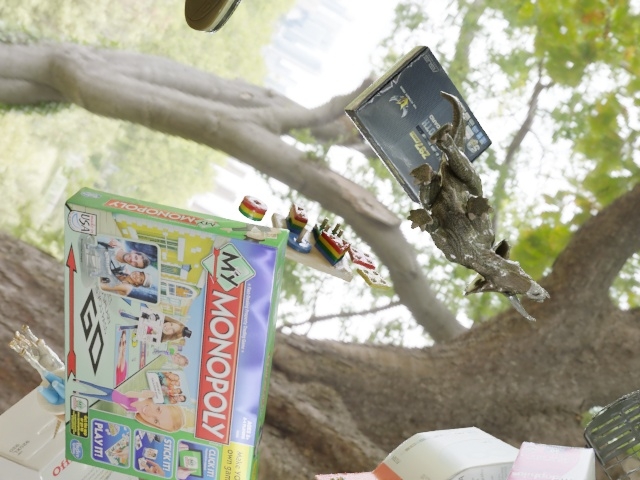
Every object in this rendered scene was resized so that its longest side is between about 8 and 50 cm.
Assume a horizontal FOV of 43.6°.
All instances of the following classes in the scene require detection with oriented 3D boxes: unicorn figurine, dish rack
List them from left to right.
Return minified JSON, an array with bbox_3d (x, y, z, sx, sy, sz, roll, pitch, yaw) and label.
[{"bbox_3d":[-0.393,0.186,1.151,0.060,0.111,0.162,-32,-149,-4],"label":"unicorn figurine"},{"bbox_3d":[0.560,0.371,1.280,0.208,0.272,0.074,-19,156,-25],"label":"dish rack"}]

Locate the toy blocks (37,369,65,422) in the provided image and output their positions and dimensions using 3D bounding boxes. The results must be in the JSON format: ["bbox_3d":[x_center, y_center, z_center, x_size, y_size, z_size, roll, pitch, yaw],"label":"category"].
[{"bbox_3d":[-0.287,0.156,0.962,0.148,0.054,0.123,88,23,-66],"label":"toy blocks"}]

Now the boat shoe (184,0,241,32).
[{"bbox_3d":[-0.083,-0.340,0.939,0.073,0.080,0.224,16,101,-57],"label":"boat shoe"}]

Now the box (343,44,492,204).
[{"bbox_3d":[0.181,-0.208,1.462,0.183,0.233,0.059,-42,-159,-7],"label":"box"}]

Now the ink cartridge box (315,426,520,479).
[{"bbox_3d":[0.203,0.469,1.645,0.308,0.384,0.091,175,-87,-78],"label":"ink cartridge box"}]

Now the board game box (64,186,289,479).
[{"bbox_3d":[-0.157,0.116,0.829,0.046,0.213,0.317,-63,163,-63],"label":"board game box"}]

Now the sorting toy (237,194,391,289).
[{"bbox_3d":[0.000,0.000,1.312,0.046,0.274,0.132,-60,-159,21],"label":"sorting toy"}]

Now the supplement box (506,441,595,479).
[{"bbox_3d":[0.329,0.387,1.151,0.220,0.111,0.114,-25,113,-64],"label":"supplement box"}]

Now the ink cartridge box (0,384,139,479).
[{"bbox_3d":[-0.427,0.384,1.320,0.171,0.168,0.233,-43,135,-48],"label":"ink cartridge box"}]

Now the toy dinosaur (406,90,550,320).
[{"bbox_3d":[0.174,-0.045,1.028,0.121,0.160,0.314,-24,-122,9],"label":"toy dinosaur"}]
